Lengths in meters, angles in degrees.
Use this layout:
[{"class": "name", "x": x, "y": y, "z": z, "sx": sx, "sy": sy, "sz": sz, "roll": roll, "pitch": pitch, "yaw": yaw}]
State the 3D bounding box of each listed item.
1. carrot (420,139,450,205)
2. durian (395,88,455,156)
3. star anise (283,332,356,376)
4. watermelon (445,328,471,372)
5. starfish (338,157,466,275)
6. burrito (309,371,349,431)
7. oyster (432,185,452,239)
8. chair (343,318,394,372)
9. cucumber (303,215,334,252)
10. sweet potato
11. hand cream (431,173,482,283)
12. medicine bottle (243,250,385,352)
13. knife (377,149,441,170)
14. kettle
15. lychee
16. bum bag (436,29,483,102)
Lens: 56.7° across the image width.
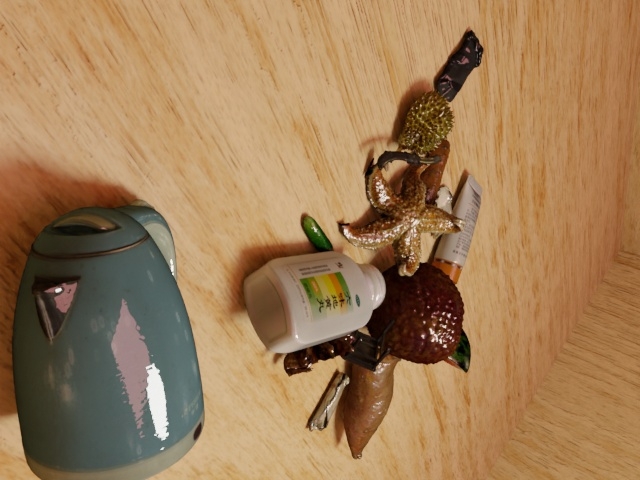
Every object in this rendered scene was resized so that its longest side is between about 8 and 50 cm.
[{"class": "carrot", "x": 0.290, "y": -0.174, "z": 1.527, "sx": 0.060, "sy": 0.060, "sz": 0.186, "roll": 26, "pitch": 85, "yaw": -54}, {"class": "durian", "x": 0.244, "y": -0.263, "z": 1.388, "sx": 0.208, "sy": 0.102, "sz": 0.146, "roll": -44, "pitch": 144, "yaw": -22}, {"class": "star anise", "x": -0.015, "y": 0.250, "z": 1.327, "sx": 0.177, "sy": 0.073, "sz": 0.234, "roll": -19, "pitch": 170, "yaw": -21}, {"class": "watermelon", "x": 0.419, "y": 0.317, "z": 1.918, "sx": 0.193, "sy": 0.137, "sz": 0.145, "roll": 39, "pitch": 74, "yaw": -9}, {"class": "starfish", "x": 0.197, "y": -0.075, "z": 1.405, "sx": 0.303, "sy": 0.113, "sz": 0.312, "roll": 47, "pitch": 69, "yaw": -23}, {"class": "burrito", "x": 0.024, "y": 0.419, "z": 1.532, "sx": 0.171, "sy": 0.042, "sz": 0.051, "roll": -64, "pitch": 147, "yaw": -9}, {"class": "oyster", "x": 0.340, "y": -0.084, "z": 1.648, "sx": 0.121, "sy": 0.045, "sz": 0.146, "roll": -51, "pitch": 134, "yaw": -16}, {"class": "chair", "x": 0.092, "y": 0.266, "z": 1.409, "sx": 0.101, "sy": 0.084, "sz": 0.212, "roll": -72, "pitch": -171, "yaw": -46}, {"class": "cucumber", "x": 0.000, "y": 0.000, "z": 1.275, "sx": 0.037, "sy": 0.037, "sz": 0.155, "roll": -55, "pitch": 142, "yaw": -16}, {"class": "sweet potato", "x": 0.127, "y": 0.437, "z": 1.602, "sx": 0.131, "sy": 0.131, "sz": 0.336, "roll": -14, "pitch": 119, "yaw": -47}, {"class": "hand cream", "x": 0.407, "y": -0.032, "z": 1.730, "sx": 0.140, "sy": 0.089, "sz": 0.314, "roll": 34, "pitch": 77, "yaw": -55}, {"class": "medicine bottle", "x": 0.002, "y": 0.117, "z": 1.232, "sx": 0.124, "sy": 0.179, "sz": 0.324, "roll": -34, "pitch": 162, "yaw": 35}, {"class": "knife", "x": 0.200, "y": -0.186, "z": 1.347, "sx": 0.222, "sy": 0.021, "sz": 0.045, "roll": -11, "pitch": 77, "yaw": -41}, {"class": "kettle", "x": -0.289, "y": 0.109, "z": 0.845, "sx": 0.319, "sy": 0.247, "sz": 0.342, "roll": -61, "pitch": 152, "yaw": -69}, {"class": "lychee", "x": 0.240, "y": 0.183, "z": 1.494, "sx": 0.260, "sy": 0.261, "sz": 0.260, "roll": -28, "pitch": 129, "yaw": -41}, {"class": "bum bag", "x": 0.351, "y": -0.427, "z": 1.472, "sx": 0.197, "sy": 0.049, "sz": 0.087, "roll": -55, "pitch": 138, "yaw": -14}]
